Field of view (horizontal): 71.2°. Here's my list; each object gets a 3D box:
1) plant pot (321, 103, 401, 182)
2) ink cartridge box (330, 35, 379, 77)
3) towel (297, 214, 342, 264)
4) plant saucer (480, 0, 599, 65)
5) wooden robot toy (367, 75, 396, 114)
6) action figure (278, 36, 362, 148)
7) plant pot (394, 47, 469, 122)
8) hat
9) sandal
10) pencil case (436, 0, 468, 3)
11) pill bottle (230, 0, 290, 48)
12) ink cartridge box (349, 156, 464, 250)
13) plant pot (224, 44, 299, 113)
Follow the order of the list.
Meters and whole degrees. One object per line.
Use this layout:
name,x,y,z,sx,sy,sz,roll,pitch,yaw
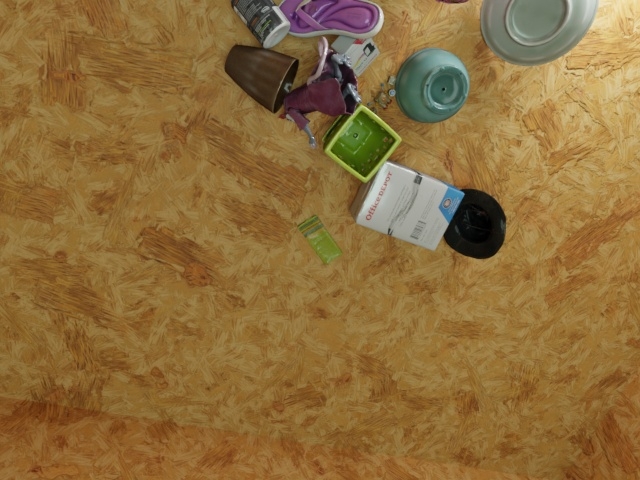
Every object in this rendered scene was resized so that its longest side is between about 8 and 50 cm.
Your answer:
plant pot,0.147,-0.402,1.778,0.228,0.207,0.227,34,105,-23
ink cartridge box,0.134,-0.711,1.665,0.127,0.175,0.072,-46,68,13
towel,0.000,0.000,2.040,0.102,0.021,0.237,-32,113,8
plant saucer,0.792,-0.834,1.636,0.400,0.101,0.401,13,130,16
wooden robot toy,0.258,-0.571,1.794,0.076,0.079,0.173,32,107,-18
action figure,-0.038,-0.521,1.655,0.370,0.248,0.275,-11,156,39
plant pot,0.455,-0.594,1.745,0.292,0.196,0.293,-2,114,-5
hat,0.703,-0.089,2.009,0.134,0.331,0.332,-29,123,-42
sandal,0.017,-0.807,1.562,0.416,0.102,0.170,13,94,21
pencil case,0.468,-1.022,1.510,0.167,0.160,0.386,8,111,3
pill bottle,-0.228,-0.821,1.584,0.130,0.130,0.246,-38,94,10
ink cartridge box,0.364,-0.164,1.933,0.394,0.166,0.286,19,109,-15
plant pot,-0.230,-0.623,1.661,0.230,0.215,0.215,27,108,-2
